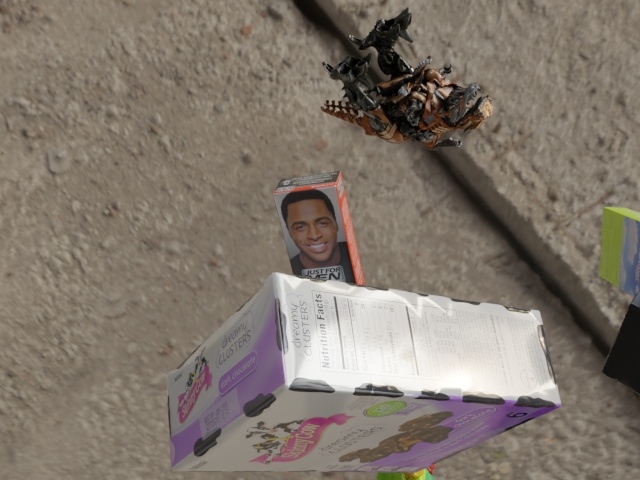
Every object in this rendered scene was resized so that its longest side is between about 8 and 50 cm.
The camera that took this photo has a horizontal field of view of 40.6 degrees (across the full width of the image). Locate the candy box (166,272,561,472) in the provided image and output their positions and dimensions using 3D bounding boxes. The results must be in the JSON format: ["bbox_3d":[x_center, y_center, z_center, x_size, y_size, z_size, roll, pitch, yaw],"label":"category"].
[{"bbox_3d":[0.021,0.096,0.557,0.196,0.165,0.070,9,58,-29],"label":"candy box"}]

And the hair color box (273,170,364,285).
[{"bbox_3d":[0.000,0.000,0.943,0.071,0.043,0.141,-7,115,14],"label":"hair color box"}]

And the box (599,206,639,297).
[{"bbox_3d":[0.435,0.018,1.194,0.042,0.178,0.109,0,100,-1],"label":"box"}]

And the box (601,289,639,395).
[{"bbox_3d":[0.359,0.037,0.624,0.184,0.103,0.261,33,62,28],"label":"box"}]

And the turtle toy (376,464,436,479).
[{"bbox_3d":[0.109,0.287,1.095,0.066,0.095,0.130,-1,88,-37],"label":"turtle toy"}]

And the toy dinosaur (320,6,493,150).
[{"bbox_3d":[0.115,-0.223,1.389,0.321,0.218,0.164,-15,35,32],"label":"toy dinosaur"}]
